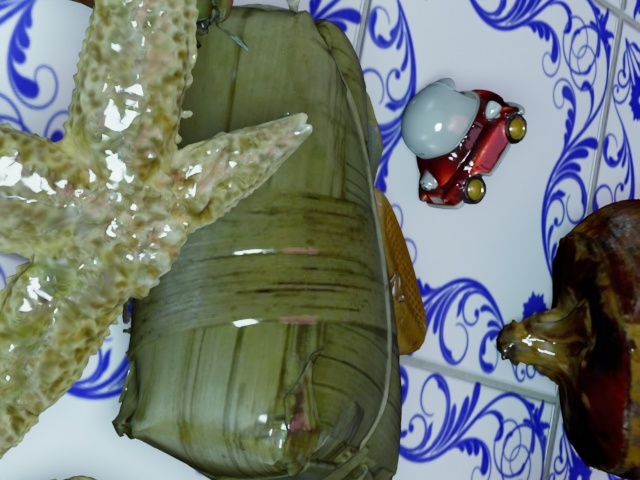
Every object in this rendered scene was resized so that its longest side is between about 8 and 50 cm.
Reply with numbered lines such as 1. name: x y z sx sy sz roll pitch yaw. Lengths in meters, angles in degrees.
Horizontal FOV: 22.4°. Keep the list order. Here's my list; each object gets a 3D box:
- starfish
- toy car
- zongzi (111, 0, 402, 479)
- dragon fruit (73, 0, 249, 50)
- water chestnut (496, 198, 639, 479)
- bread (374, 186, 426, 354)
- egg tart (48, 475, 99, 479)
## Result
1. starfish: -0.219 -0.033 1.149 0.432 0.082 0.324 -41 111 0
2. toy car: 0.136 -0.111 1.710 0.112 0.112 0.139 35 75 -30
3. zongzi: -0.022 0.001 1.517 0.467 0.218 0.499 49 41 -70
4. dragon fruit: -0.140 -0.268 1.249 0.293 0.234 0.233 46 58 -22
5. water chestnut: 0.356 0.122 1.880 0.302 0.350 0.350 -7 101 -7
6. bread: 0.053 0.033 1.631 0.114 0.077 0.189 -78 154 -63
7. egg tart: -0.232 0.352 1.279 0.341 0.132 0.341 -4 95 -49
